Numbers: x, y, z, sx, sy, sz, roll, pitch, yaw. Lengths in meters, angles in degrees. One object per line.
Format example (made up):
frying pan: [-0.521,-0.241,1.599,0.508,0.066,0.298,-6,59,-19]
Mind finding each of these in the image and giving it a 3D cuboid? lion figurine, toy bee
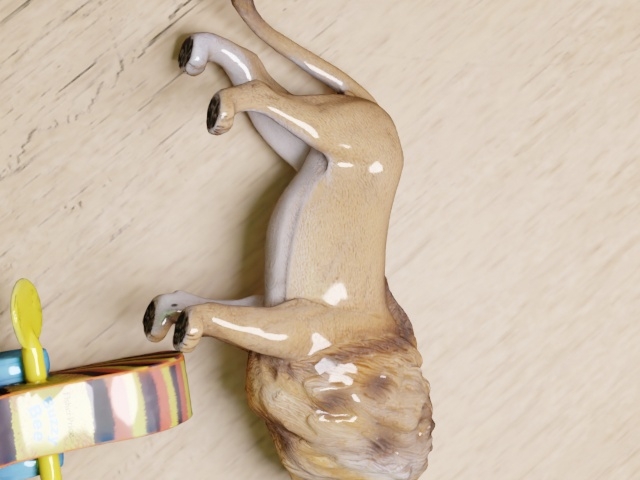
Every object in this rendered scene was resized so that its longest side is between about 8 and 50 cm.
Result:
lion figurine: [0.000,0.000,1.244,0.240,0.142,0.392,12,83,-24]
toy bee: [-0.235,0.148,1.190,0.298,0.162,0.195,-30,98,-9]
